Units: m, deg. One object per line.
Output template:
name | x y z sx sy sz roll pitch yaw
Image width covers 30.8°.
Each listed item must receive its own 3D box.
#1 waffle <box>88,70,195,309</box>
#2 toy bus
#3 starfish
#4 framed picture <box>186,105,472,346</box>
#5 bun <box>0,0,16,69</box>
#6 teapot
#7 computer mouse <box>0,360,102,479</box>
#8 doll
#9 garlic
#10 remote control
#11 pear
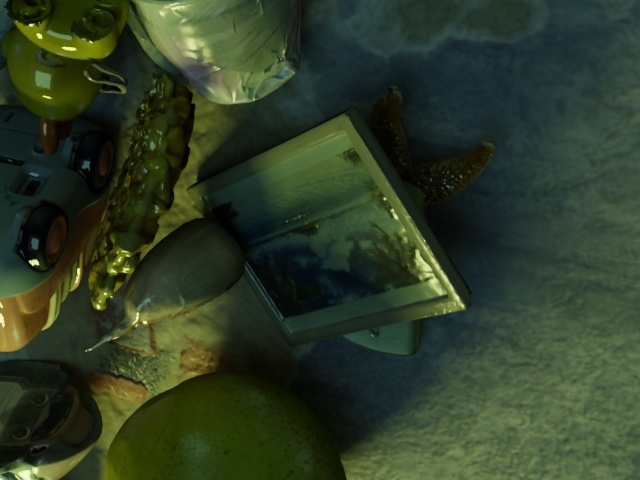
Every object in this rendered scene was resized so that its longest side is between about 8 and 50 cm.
waffle | -0.200 -0.045 1.242 0.058 0.243 0.238 21 156 -16
toy bus | -0.346 -0.007 1.305 0.194 0.288 0.232 10 131 9
starfish | 0.068 -0.080 1.248 0.247 0.050 0.138 -36 101 35
framed picture | 0.000 0.000 1.250 0.315 0.024 0.232 -20 106 51
bun | -0.441 -0.323 1.226 0.354 0.194 0.354 3 119 6
teapot | -0.123 -0.224 1.187 0.221 0.163 0.178 -6 132 17
computer mouse | -0.451 0.260 1.493 0.389 0.199 0.115 -2 123 19
doll | -0.254 -0.186 1.177 0.135 0.143 0.221 15 150 -2
garlic | -0.164 0.050 1.285 0.090 0.198 0.128 48 134 -4
remote control | 0.064 0.028 1.272 0.098 0.038 0.233 15 132 20
pear | -0.100 0.291 1.344 0.294 0.294 0.294 7 114 15
